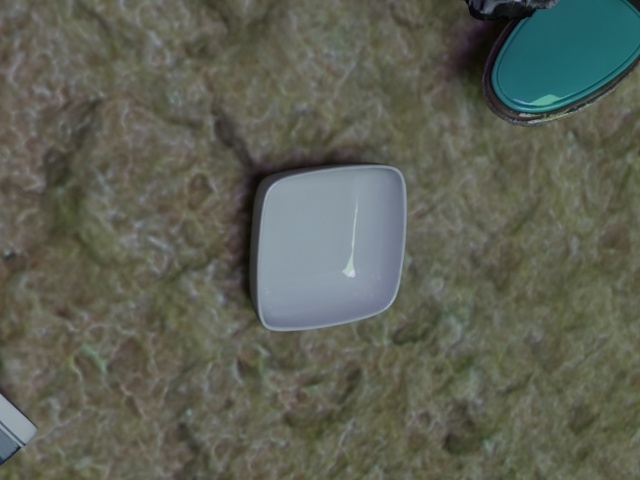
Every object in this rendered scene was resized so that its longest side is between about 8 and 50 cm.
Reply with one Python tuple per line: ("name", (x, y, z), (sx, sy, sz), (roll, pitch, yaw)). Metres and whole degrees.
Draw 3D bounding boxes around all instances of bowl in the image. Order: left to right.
("bowl", (0.000, 0.000, 1.278), (0.142, 0.053, 0.142), (-7, 111, -27))

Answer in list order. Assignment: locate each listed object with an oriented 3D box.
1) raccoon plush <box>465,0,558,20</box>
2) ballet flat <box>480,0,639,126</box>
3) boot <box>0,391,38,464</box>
("raccoon plush", (0.089, -0.365, 1.073), (0.299, 0.216, 0.446), (21, 110, -32))
("ballet flat", (0.255, -0.202, 1.314), (0.316, 0.106, 0.107), (-43, 84, -11))
("boot", (-0.299, 0.120, 1.142), (0.086, 0.069, 0.190), (-45, 126, -11))
